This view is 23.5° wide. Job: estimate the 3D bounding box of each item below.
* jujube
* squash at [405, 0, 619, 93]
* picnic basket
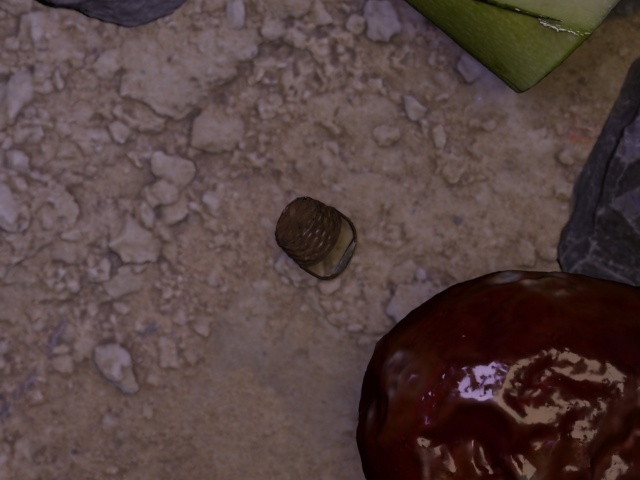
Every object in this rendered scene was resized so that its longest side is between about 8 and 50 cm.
[{"bbox_3d":[0.228,0.167,1.461,0.377,0.276,0.276,10,80,-18],"label":"jujube"},{"bbox_3d":[0.159,-0.326,1.547,0.309,0.210,0.233,44,64,-4],"label":"squash"},{"bbox_3d":[0.000,0.000,1.551,0.083,0.072,0.072,35,76,-34],"label":"picnic basket"}]
